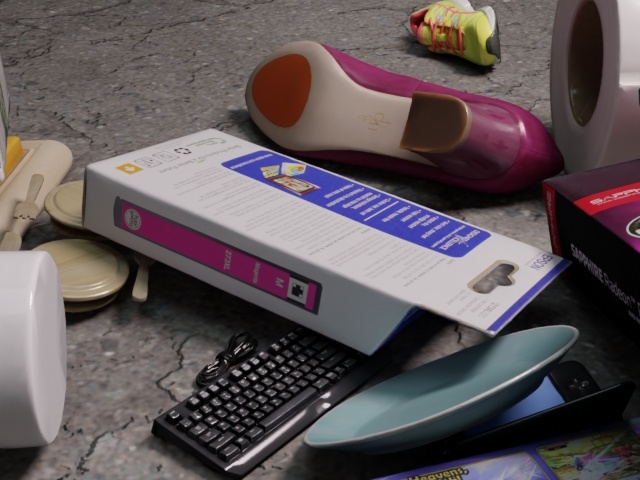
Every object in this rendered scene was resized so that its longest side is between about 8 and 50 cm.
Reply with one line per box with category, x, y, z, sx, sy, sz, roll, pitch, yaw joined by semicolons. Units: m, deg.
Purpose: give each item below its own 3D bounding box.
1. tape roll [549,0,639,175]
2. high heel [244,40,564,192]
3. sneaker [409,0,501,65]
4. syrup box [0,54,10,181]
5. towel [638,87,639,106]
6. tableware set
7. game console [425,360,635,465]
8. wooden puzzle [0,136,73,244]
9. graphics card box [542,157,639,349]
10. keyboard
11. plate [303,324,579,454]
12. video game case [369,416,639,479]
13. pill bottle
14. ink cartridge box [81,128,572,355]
tape roll;0.345;-0.179;0.997;0.169;0.246;0.246;0;29;-2
high heel;0.077;-0.124;1.080;0.181;0.127;0.377;14;9;-43
sneaker;0.186;-0.287;1.377;0.094;0.081;0.208;-13;24;-10
syrup box;-0.365;-0.137;0.973;0.096;0.093;0.237;-9;28;-11
towel;0.306;0.056;0.465;0.271;0.040;0.370;-1;56;6
tableware set;-0.205;0.007;0.857;0.128;0.039;0.194;6;31;-7
game console;0.124;0.104;0.622;0.122;0.071;0.107;-19;29;-1
wooden puzzle;-0.388;-0.057;0.964;0.238;0.044;0.221;2;28;3
graphics card box;0.322;0.011;0.690;0.233;0.094;0.371;-12;18;0
keyboard;-0.040;0.098;0.710;0.108;0.023;0.180;22;34;34
plate;0.079;0.100;0.629;0.188;0.024;0.188;-23;0;0
video game case;0.167;0.196;0.493;0.269;0.061;0.244;-9;30;-17
pill bottle;-0.302;0.071;0.617;0.264;0.153;0.153;-1;29;-4
ink cartridge box;0.000;0.000;0.808;0.371;0.069;0.176;20;25;26
